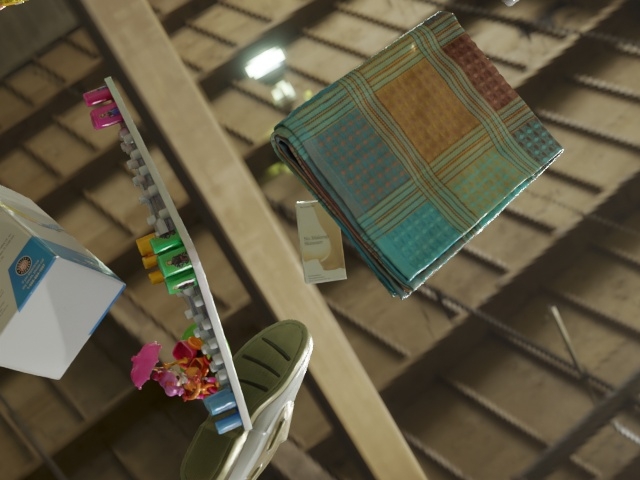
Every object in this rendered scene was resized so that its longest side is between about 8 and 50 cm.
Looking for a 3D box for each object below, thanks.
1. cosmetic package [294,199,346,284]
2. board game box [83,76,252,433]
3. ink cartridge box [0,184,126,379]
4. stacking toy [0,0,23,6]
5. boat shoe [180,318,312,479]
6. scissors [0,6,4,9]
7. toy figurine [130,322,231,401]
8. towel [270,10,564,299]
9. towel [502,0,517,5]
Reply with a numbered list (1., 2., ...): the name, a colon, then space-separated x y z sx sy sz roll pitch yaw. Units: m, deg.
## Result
1. cosmetic package: 0.000 0.000 1.844 0.060 0.115 0.041 -9 -176 -4
2. board game box: -0.216 0.027 1.850 0.050 0.390 0.390 -22 -132 -9
3. ink cartridge box: -0.426 0.046 1.796 0.233 0.168 0.171 38 -86 29
4. stacking toy: -0.510 -0.529 2.443 0.221 0.167 0.052 -15 -174 -34
5. boat shoe: -0.100 0.263 2.029 0.113 0.103 0.302 27 -102 39
6. scissors: -0.587 -0.526 2.566 0.021 0.109 0.297 2 -155 18
7. toy figurine: -0.234 0.221 2.174 0.159 0.130 0.173 -6 -136 -48
8. towel: 0.135 -0.127 1.721 0.370 0.271 0.040 -39 179 -34
9. towel: 0.350 -0.463 1.712 0.317 0.053 0.332 -37 -160 24
